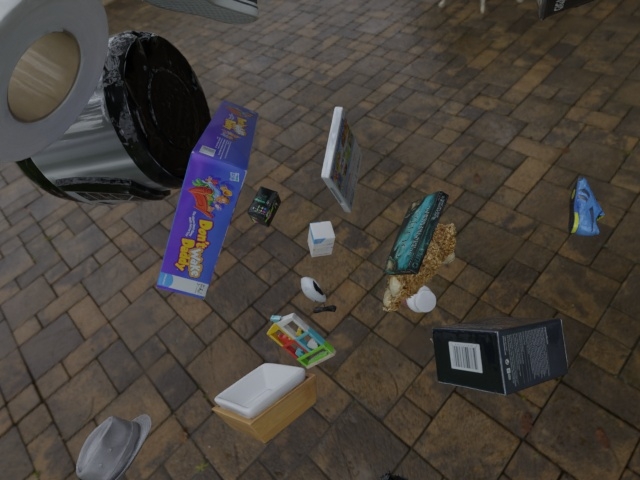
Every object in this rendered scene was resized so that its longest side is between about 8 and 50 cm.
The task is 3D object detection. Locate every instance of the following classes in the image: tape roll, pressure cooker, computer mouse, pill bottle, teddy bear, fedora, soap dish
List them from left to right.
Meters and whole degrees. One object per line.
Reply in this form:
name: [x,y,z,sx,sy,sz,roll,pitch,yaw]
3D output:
tape roll: [-0.432,-0.258,0.586,0.100,0.286,0.286,31,56,-9]
pressure cooker: [-0.526,-0.281,1.017,0.419,0.370,0.376,-6,39,15]
fedora: [-0.716,0.699,1.391,0.243,0.124,0.276,2,54,56]
soap dish: [-0.163,0.471,1.215,0.228,0.118,0.290,-27,4,-35]
computer mouse: [-0.020,0.210,1.521,0.105,0.193,0.042,-5,42,36]
pill bottle: [0.422,0.250,1.817,0.121,0.121,0.216,-25,7,-8]
teddy bear: [0.309,0.089,1.252,0.113,0.245,0.338,35,45,21]

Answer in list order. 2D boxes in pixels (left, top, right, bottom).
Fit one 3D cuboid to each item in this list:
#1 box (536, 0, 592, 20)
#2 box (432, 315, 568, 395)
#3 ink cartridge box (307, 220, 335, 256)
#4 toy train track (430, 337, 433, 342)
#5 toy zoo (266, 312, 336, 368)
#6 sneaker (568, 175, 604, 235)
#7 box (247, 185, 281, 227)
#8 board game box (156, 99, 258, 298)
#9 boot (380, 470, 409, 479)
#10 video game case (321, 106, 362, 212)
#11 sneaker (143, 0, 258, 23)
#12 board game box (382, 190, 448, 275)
box: [0.438,-0.419,0.512,0.292,0.295,0.074,-15,89,24]
box: [0.672,0.414,1.549,0.394,0.293,0.212,-2,83,-31]
ink cartridge box: [0.000,0.000,1.747,0.092,0.143,0.090,-7,55,-13]
toy train track: [0.478,0.433,1.680,0.014,0.048,0.083,-36,69,2]
toy zoo: [-0.098,0.414,1.737,0.192,0.293,0.030,-39,13,38]
sneaker: [0.787,-0.100,1.218,0.082,0.069,0.210,10,58,20]
box: [-0.147,-0.089,1.087,0.052,0.062,0.084,20,73,13]
board game box: [-0.192,-0.096,0.747,0.077,0.234,0.347,18,27,-15]
boot: [0.057,0.455,0.522,0.246,0.208,0.094,-26,5,-34]
video game case: [0.029,-0.095,0.514,0.011,0.122,0.087,8,78,18]
sneaker: [-0.247,-0.524,0.815,0.126,0.128,0.321,5,18,26]
board game box: [0.205,-0.012,0.902,0.026,0.126,0.186,28,76,-13]
